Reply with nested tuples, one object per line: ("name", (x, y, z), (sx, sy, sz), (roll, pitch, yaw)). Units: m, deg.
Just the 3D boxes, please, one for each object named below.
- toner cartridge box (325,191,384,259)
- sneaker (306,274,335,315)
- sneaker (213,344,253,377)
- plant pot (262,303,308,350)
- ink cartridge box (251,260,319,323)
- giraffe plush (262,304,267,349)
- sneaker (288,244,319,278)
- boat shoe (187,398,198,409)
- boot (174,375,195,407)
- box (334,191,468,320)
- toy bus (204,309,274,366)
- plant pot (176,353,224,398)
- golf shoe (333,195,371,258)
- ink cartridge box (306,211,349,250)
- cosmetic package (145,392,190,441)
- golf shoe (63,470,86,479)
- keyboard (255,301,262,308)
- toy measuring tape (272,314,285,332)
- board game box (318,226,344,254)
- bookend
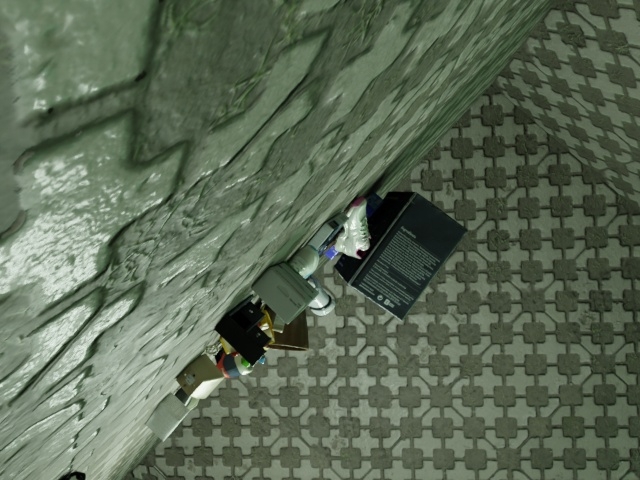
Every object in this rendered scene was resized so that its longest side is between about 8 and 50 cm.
("toner cartridge box", (0.151, -0.068, 2.355), (0.347, 0.075, 0.165), (-49, 176, 29))
("sneaker", (-0.091, 0.241, 2.475), (0.137, 0.210, 0.366), (-45, -151, -22))
("sneaker", (-0.332, 0.418, 1.917), (0.148, 0.131, 0.350), (-21, -170, 5))
("plant pot", (-0.143, 0.300, 1.917), (0.215, 0.216, 0.230), (119, -23, -72))
("ink cartridge box", (-0.100, 0.149, 1.464), (0.087, 0.153, 0.208), (-47, 174, 8))
("giraffe plush", (-0.241, 0.381, 2.228), (0.210, 0.181, 0.170), (-37, 155, 5))
("sneaker", (-0.089, 0.110, 1.645), (0.228, 0.087, 0.092), (-51, 173, 21))
("boat shoe", (-0.601, 0.728, 2.230), (0.079, 0.084, 0.233), (-49, 178, 12))
("boot", (-0.479, 0.544, 1.846), (0.189, 0.076, 0.208), (-61, -170, -31))
("box", (0.335, 0.045, 2.233), (0.471, 0.298, 0.480), (-56, -172, 2))
("toy bus", (-0.252, 0.303, 1.636), (0.190, 0.202, 0.104), (-56, -157, 20))
("plant pot", (-0.403, 0.450, 1.616), (0.109, 0.109, 0.096), (-48, 163, 8))
("golf shoe", (0.151, -0.046, 1.945), (0.115, 0.140, 0.306), (-46, 161, -36))
("ink cartridge box", (0.000, 0.000, 1.774), (0.208, 0.045, 0.206), (-48, 176, 23))
("cosmetic package", (-0.569, 0.658, 1.839), (0.060, 0.099, 0.239), (-41, 173, -48))
("golf shoe", (-0.639, 0.649, 1.285), (0.094, 0.077, 0.198), (-45, 176, -26))
("keyboard", (-0.291, 0.310, 1.892), (0.108, 0.023, 0.180), (-50, 173, 38))
("toy measuring tape", (-0.136, 0.238, 1.754), (0.121, 0.121, 0.330), (-50, -164, 27))
("board game box", (0.026, 0.010, 2.093), (0.165, 0.042, 0.243), (-51, 174, 38))
("bookend", (-0.201, 0.260, 1.456), (0.072, 0.157, 0.156), (-49, 174, 26))
